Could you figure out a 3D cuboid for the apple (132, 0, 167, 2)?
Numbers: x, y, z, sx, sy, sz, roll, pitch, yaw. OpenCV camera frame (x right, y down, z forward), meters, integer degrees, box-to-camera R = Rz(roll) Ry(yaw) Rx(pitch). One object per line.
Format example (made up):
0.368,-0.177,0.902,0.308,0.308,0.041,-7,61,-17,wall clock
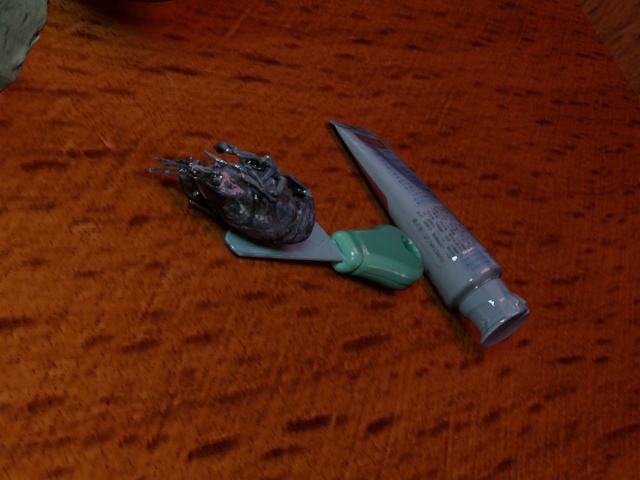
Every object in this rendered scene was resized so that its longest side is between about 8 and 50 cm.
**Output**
-0.128,-0.299,1.395,0.253,0.253,0.253,45,23,-25,apple

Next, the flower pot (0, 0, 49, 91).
-0.236,-0.155,1.000,0.212,0.212,0.202,61,14,17,flower pot

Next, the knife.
0.000,-0.001,1.500,0.260,0.034,0.063,12,44,-56,knife

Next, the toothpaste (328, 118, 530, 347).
0.091,-0.015,1.692,0.234,0.057,0.089,55,18,19,toothpaste

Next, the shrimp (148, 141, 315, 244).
-0.058,-0.038,1.388,0.165,0.056,0.065,32,33,-45,shrimp
